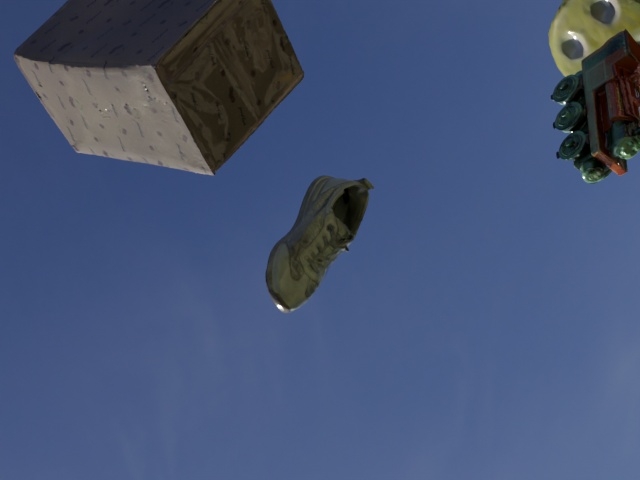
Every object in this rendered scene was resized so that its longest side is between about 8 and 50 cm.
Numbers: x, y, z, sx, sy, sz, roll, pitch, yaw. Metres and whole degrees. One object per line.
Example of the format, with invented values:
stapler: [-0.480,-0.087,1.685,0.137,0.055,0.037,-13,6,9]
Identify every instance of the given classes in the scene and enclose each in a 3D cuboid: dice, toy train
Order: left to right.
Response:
toy train: [0.334,-0.150,1.347,0.074,0.118,0.175,31,-137,-28]
dice: [0.564,-0.374,2.034,0.227,0.238,0.233,-32,-21,-38]

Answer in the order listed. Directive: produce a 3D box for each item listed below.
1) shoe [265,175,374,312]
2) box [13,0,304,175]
shoe: [0.000,0.000,1.832,0.103,0.098,0.274,46,-128,-31]
box: [-0.215,-0.240,1.558,0.225,0.297,0.190,-52,-47,-28]
